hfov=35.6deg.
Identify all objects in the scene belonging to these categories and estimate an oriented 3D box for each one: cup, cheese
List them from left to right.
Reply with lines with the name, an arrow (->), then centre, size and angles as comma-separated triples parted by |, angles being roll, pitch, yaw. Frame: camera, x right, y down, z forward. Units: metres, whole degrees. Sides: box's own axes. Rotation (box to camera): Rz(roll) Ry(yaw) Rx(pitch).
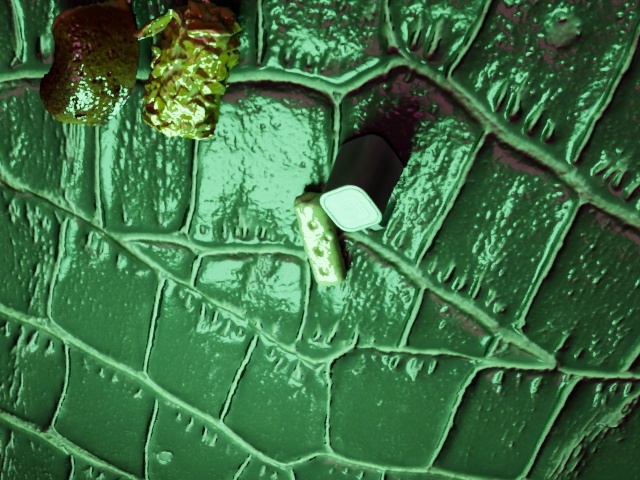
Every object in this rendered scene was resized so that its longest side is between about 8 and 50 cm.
cheese -> 0.000, 0.000, 1.731 | 0.064, 0.043, 0.194 | 1, 130, 23
cup -> 0.073, -0.080, 1.587 | 0.095, 0.129, 0.128 | -17, 125, 36

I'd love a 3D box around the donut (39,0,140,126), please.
donut -> -0.354, -0.277, 1.542 | 0.186, 0.126, 0.144 | -36, 73, 46

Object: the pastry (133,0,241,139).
pastry -> -0.206, -0.273, 1.533 | 0.154, 0.102, 0.250 | 18, 132, -2
